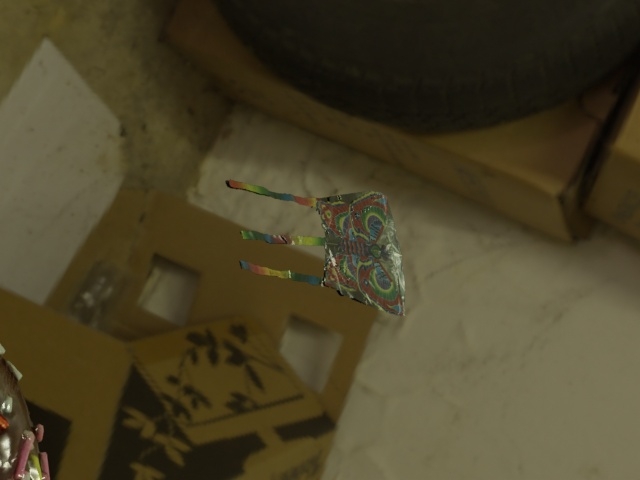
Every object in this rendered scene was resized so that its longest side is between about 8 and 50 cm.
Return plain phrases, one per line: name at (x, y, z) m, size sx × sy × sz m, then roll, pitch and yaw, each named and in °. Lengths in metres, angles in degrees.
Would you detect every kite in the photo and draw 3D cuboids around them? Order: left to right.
kite at (0.000, 0.000, 1.227) m, size 0.285 × 0.015 × 0.152 m, roll 12°, pitch 65°, yaw -49°

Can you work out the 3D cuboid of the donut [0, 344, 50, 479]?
donut at (-0.351, 0.261, 1.042) m, size 0.345 × 0.136 × 0.259 m, roll -79°, pitch 153°, yaw -66°
